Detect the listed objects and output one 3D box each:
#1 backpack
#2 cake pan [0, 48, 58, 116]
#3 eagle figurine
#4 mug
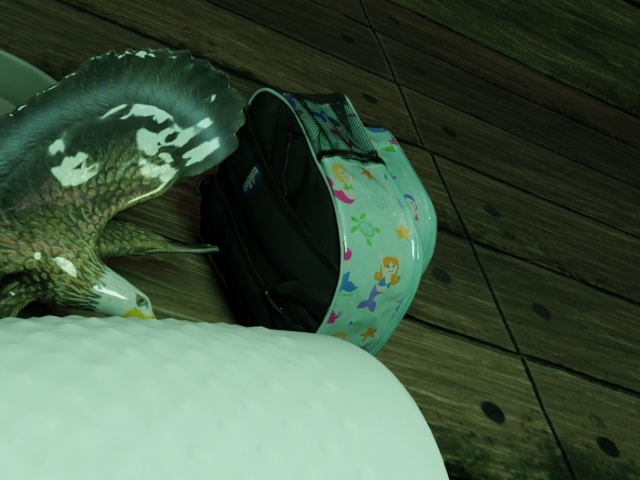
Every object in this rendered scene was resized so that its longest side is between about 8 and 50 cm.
[{"bbox_3d":[0.000,0.000,0.966,0.191,0.225,0.254,6,40,-30],"label":"backpack"},{"bbox_3d":[-0.364,-0.117,0.972,0.293,0.054,0.293,24,29,-14],"label":"cake pan"},{"bbox_3d":[-0.204,-0.006,0.795,0.225,0.226,0.298,60,38,-23],"label":"eagle figurine"},{"bbox_3d":[-0.112,0.185,0.449,0.328,0.276,0.374,9,10,-36],"label":"mug"}]
